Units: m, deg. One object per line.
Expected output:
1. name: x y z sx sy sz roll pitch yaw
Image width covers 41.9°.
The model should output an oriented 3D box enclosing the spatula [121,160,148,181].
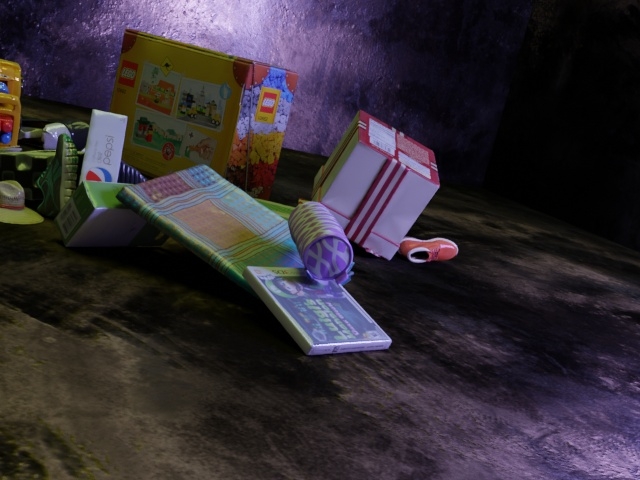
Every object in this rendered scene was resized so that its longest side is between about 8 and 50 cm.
1. spatula: -0.521 -0.185 2.181 0.084 0.030 0.296 7 13 -40

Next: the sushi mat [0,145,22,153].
1. sushi mat: -0.718 -0.145 1.596 0.151 0.019 0.316 -21 3 15

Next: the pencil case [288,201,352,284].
1. pencil case: 0.000 0.000 1.391 0.088 0.086 0.206 50 6 -22

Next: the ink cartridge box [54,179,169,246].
1. ink cartridge box: -0.346 -0.043 1.474 0.209 0.109 0.062 1 53 -50

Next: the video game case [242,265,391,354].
1. video game case: -0.005 0.103 1.286 0.173 0.022 0.190 3 34 -44

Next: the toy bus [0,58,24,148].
1. toy bus: -0.807 -0.324 2.070 0.149 0.220 0.211 3 22 -30

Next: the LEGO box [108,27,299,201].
1. LEGO box: -0.344 -0.341 2.289 0.500 0.373 0.193 22 14 34

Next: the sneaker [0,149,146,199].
1. sneaker: -0.516 -0.131 1.686 0.330 0.123 0.146 8 10 -15

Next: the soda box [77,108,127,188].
1. soda box: -0.417 -0.132 1.580 0.069 0.216 0.074 10 -21 -17

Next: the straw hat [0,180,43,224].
1. straw hat: -0.574 -0.079 1.524 0.144 0.061 0.144 13 11 -3

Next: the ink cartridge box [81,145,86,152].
1. ink cartridge box: -0.458 -0.153 1.811 0.145 0.045 0.179 37 -8 -9

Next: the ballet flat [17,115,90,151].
1. ballet flat: -0.749 -0.283 2.264 0.280 0.095 0.096 6 19 15

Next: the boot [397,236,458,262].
1. boot: 0.270 0.031 2.039 0.157 0.059 0.084 2 17 -16

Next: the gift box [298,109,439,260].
1. gift box: 0.108 -0.119 1.969 0.255 0.258 0.276 30 27 -6

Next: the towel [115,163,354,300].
1. towel: -0.135 -0.012 1.455 0.370 0.040 0.271 34 24 12

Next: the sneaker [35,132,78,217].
1. sneaker: -0.502 -0.120 1.581 0.076 0.167 0.065 1 -4 1

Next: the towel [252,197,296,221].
1. towel: -0.112 -0.047 2.001 0.247 0.038 0.325 15 12 6
